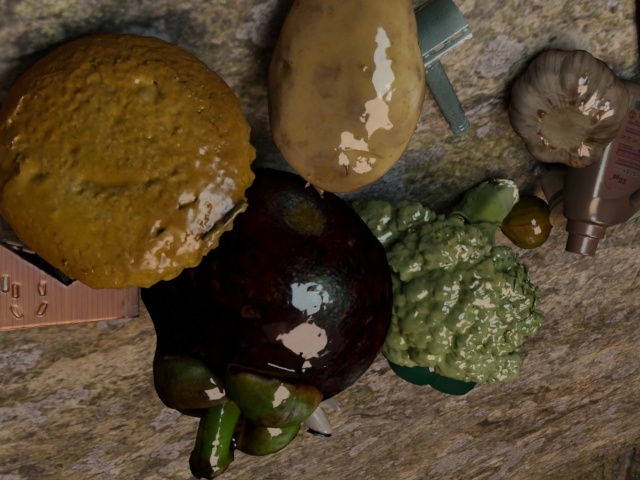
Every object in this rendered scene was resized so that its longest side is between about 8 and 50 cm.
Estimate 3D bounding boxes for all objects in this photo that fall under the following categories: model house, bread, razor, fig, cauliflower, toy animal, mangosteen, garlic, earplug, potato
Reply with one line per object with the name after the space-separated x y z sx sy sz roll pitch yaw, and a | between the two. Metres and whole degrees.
-0.290 0.022 0.899 0.219 0.135 0.207 -4 142 -33 | model house
-0.175 -0.071 0.796 0.240 0.239 0.139 -29 176 1 | bread
0.135 -0.180 1.018 0.106 0.068 0.232 -32 154 8 | razor
0.302 -0.028 1.333 0.098 0.082 0.084 0 176 -13 | fig
0.164 0.055 1.200 0.261 0.327 0.281 -26 -165 23 | cauliflower
-0.071 0.254 1.401 0.182 0.127 0.131 13 124 -31 | toy animal
-0.065 0.072 0.978 0.311 0.311 0.311 -19 146 -14 | mangosteen
0.310 -0.169 1.102 0.147 0.102 0.159 -7 129 24 | garlic
0.210 0.182 1.516 0.280 0.163 0.257 8 171 -27 | earplug
0.022 -0.164 0.870 0.162 0.128 0.234 -10 112 8 | potato

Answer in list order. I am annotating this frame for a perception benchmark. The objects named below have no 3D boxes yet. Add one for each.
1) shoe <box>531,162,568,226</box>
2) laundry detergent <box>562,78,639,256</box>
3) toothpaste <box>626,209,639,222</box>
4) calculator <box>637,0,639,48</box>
0.392 -0.078 1.314 0.180 0.092 0.089 -8 147 -33 | shoe
0.410 -0.092 1.206 0.171 0.076 0.236 7 97 -37 | laundry detergent
0.600 -0.101 1.483 0.064 0.041 0.218 -8 146 -38 | toothpaste
0.468 -0.286 1.132 0.127 0.034 0.190 -30 142 5 | calculator
